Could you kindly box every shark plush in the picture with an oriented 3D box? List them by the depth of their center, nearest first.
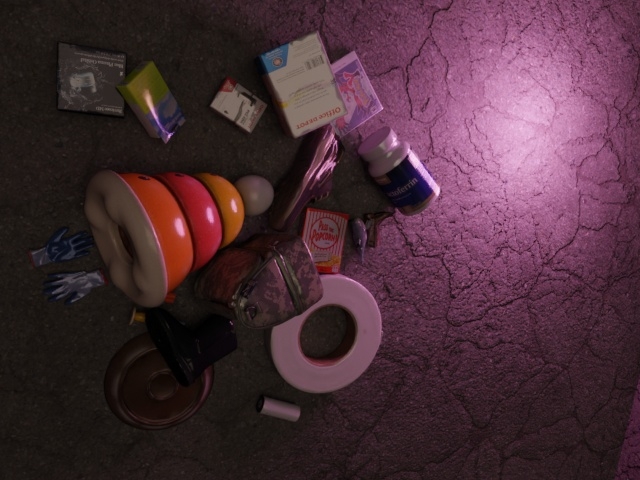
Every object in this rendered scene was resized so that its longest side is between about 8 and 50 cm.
[{"bbox_3d":[0.116,-0.001,1.626,0.073,0.067,0.162,8,117,6],"label":"shark plush"}]

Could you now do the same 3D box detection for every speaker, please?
[{"bbox_3d":[-0.133,0.537,1.621,0.136,0.055,0.055,23,90,-25],"label":"speaker"}]

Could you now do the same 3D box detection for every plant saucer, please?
[{"bbox_3d":[-0.456,0.410,1.465,0.310,0.050,0.311,-4,101,-24],"label":"plant saucer"}]

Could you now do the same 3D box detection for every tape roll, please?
[{"bbox_3d":[0.015,0.295,1.633,0.391,0.072,0.393,-4,101,-23],"label":"tape roll"}]

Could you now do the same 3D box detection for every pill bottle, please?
[{"bbox_3d":[0.244,-0.217,1.595,0.153,0.153,0.265,-47,112,-9],"label":"pill bottle"}]

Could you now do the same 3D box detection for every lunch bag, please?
[{"bbox_3d":[-0.178,0.119,1.368,0.256,0.305,0.213,-33,111,-31],"label":"lunch bag"}]

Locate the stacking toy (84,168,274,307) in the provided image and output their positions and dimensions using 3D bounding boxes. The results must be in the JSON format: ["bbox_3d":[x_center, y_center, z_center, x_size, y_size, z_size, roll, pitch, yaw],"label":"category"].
[{"bbox_3d":[-0.328,-0.068,1.345,0.479,0.350,0.351,-26,110,-37],"label":"stacking toy"}]

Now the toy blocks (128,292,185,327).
[{"bbox_3d":[-0.445,0.192,1.426,0.148,0.054,0.123,17,92,-25],"label":"toy blocks"}]

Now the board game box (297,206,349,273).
[{"bbox_3d":[0.000,0.000,1.587,0.146,0.045,0.194,7,96,-24],"label":"board game box"}]

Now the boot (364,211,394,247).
[{"bbox_3d":[0.194,-0.035,1.669,0.106,0.037,0.114,-6,99,-9],"label":"boot"}]

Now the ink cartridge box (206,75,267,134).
[{"bbox_3d":[-0.230,-0.373,1.415,0.135,0.056,0.099,31,86,-24],"label":"ink cartridge box"}]

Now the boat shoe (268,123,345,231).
[{"bbox_3d":[-0.025,-0.169,1.486,0.130,0.132,0.356,35,77,-31],"label":"boat shoe"}]

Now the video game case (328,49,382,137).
[{"bbox_3d":[0.075,-0.443,1.552,0.183,0.023,0.201,-36,111,-13],"label":"video game case"}]

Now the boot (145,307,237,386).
[{"bbox_3d":[-0.352,0.252,1.423,0.207,0.094,0.247,-38,111,-45],"label":"boot"}]

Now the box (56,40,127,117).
[{"bbox_3d":[-0.560,-0.389,1.252,0.155,0.093,0.159,1,100,-23],"label":"box"}]

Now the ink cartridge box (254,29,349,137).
[{"bbox_3d":[-0.057,-0.424,1.407,0.171,0.168,0.233,-24,108,-6],"label":"ink cartridge box"}]

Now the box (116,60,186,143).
[{"bbox_3d":[-0.424,-0.349,1.295,0.109,0.042,0.178,-61,145,-31],"label":"box"}]

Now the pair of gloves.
[{"bbox_3d":[-0.659,0.066,1.330,0.159,0.023,0.199,-20,107,-21],"label":"pair of gloves"}]
